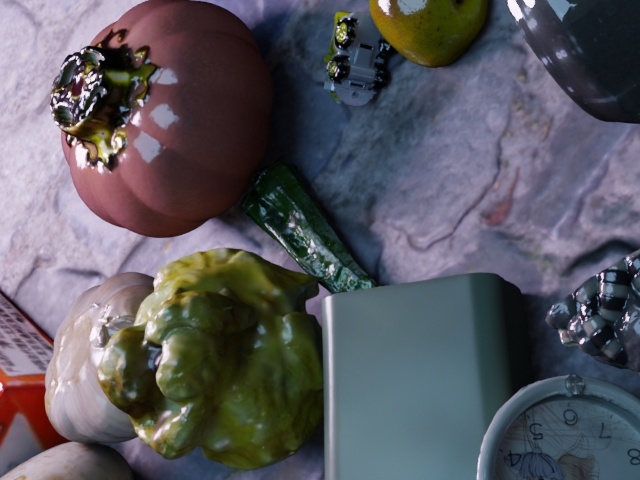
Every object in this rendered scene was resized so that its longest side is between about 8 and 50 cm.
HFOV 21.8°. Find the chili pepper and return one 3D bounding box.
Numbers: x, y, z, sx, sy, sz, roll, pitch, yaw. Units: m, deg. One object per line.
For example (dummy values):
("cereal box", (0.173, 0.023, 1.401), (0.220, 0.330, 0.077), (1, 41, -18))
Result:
("chili pepper", (0.000, 0.000, 1.956), (0.227, 0.059, 0.088), (45, 110, 32))

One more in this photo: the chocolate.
("chocolate", (-0.514, 0.250, 2.285), (0.360, 0.161, 0.341), (37, 105, 37))

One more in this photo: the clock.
("clock", (0.254, 0.249, 1.624), (0.053, 0.236, 0.236), (137, 126, -63))

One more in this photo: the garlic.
("garlic", (-0.247, 0.150, 2.065), (0.228, 0.152, 0.227), (-40, 36, 37))

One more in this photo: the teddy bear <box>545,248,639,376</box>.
("teddy bear", (0.358, 0.105, 1.590), (0.171, 0.144, 0.251), (-47, 60, 9))

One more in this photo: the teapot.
("teapot", (0.364, -0.299, 1.594), (0.344, 0.253, 0.300), (-31, 34, 26))

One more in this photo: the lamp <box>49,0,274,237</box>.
("lamp", (-0.203, -0.156, 2.019), (0.305, 0.240, 0.305), (-18, 65, 43))

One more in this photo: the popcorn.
("popcorn", (-0.110, 0.146, 1.883), (0.276, 0.276, 0.225), (43, 124, 35))

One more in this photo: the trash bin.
("trash bin", (0.119, 0.219, 1.734), (0.223, 0.158, 0.343), (-9, 77, 20))

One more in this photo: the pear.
("pear", (0.112, -0.269, 1.868), (0.141, 0.104, 0.141), (-8, 79, 43))

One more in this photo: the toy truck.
("toy truck", (0.035, -0.214, 1.948), (0.077, 0.076, 0.111), (27, 104, 57))

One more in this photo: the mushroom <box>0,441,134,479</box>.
("mushroom", (-0.323, 0.379, 2.087), (0.244, 0.243, 0.243), (-6, 80, 39))
